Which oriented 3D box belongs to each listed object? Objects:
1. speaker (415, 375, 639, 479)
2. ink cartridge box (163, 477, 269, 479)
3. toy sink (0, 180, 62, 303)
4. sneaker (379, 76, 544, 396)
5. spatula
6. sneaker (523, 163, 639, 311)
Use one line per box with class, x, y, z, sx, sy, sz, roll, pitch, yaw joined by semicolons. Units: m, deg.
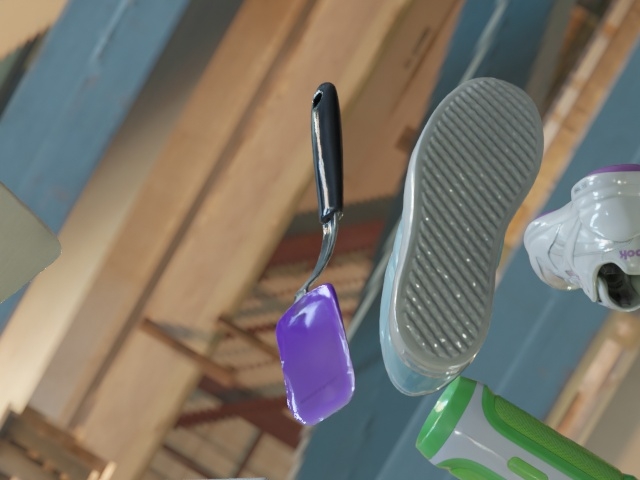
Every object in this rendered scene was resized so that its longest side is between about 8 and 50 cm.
speaker;0.274;0.294;2.183;0.296;0.131;0.131;32;-175;-1
ink cartridge box;-0.166;0.382;1.911;0.289;0.211;0.121;-7;-151;30
toy sink;-0.381;0.003;1.560;0.153;0.234;0.131;48;-175;-45
sneaker;0.130;-0.003;1.798;0.135;0.366;0.150;23;150;-3
spatula;0.000;0.000;1.299;0.030;0.084;0.296;22;-129;-25
sneaker;0.312;0.024;1.975;0.114;0.152;0.305;-4;163;-8
